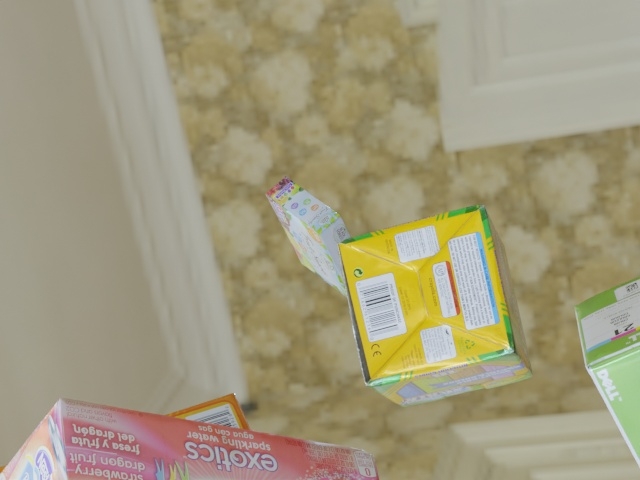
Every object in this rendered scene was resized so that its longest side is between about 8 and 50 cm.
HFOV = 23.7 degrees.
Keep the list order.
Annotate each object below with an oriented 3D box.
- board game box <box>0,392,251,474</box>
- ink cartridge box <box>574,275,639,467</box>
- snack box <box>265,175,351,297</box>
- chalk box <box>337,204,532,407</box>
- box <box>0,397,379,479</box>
[{"bbox_3d":[-0.225,0.494,2.098,0.356,0.356,0.357,99,150,-51],"label":"board game box"},{"bbox_3d":[0.335,0.175,1.469,0.189,0.097,0.255,59,-164,-21],"label":"ink cartridge box"},{"bbox_3d":[0.000,0.000,1.765,0.037,0.100,0.141,-44,-39,-14],"label":"snack box"},{"bbox_3d":[0.110,0.067,1.353,0.213,0.132,0.132,40,-143,-72],"label":"chalk box"},{"bbox_3d":[-0.102,0.245,1.236,0.299,0.154,0.142,15,-137,-31],"label":"box"}]
